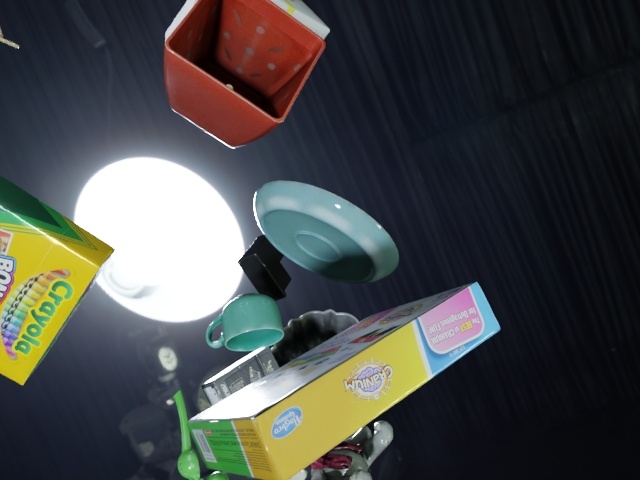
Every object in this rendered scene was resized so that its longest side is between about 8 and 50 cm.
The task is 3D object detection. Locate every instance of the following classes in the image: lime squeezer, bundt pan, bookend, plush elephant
[{"bbox_3d":[-0.210,0.446,1.105,0.059,0.310,0.110,-48,177,32],"label":"lime squeezer"},{"bbox_3d":[0.015,0.374,1.670,0.330,0.124,0.331,-3,-131,3],"label":"bundt pan"},{"bbox_3d":[-0.145,0.073,1.637,0.072,0.156,0.157,-24,-161,28],"label":"bookend"},{"bbox_3d":[0.016,0.629,1.663,0.272,0.255,0.330,-44,171,-50],"label":"plush elephant"}]

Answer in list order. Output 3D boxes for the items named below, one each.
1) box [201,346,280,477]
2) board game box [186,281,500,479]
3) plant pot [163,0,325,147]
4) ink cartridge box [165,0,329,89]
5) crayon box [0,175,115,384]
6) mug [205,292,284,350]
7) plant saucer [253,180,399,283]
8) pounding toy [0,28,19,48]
[{"bbox_3d":[-0.142,0.386,1.281,0.056,0.231,0.183,-28,180,41],"label":"box"},{"bbox_3d":[0.022,0.162,0.667,0.316,0.064,0.242,-24,176,-31],"label":"board game box"},{"bbox_3d":[-0.191,-0.366,1.240,0.235,0.267,0.268,-36,-154,57],"label":"plant pot"},{"bbox_3d":[-0.187,-0.556,1.525,0.279,0.160,0.384,-46,164,23],"label":"ink cartridge box"},{"bbox_3d":[-0.671,0.083,1.187,0.363,0.313,0.106,-51,-169,18],"label":"crayon box"},{"bbox_3d":[-0.164,0.175,1.229,0.157,0.098,0.129,2,148,-28],"label":"mug"},{"bbox_3d":[0.000,0.000,1.111,0.317,0.317,0.044,-10,-135,54],"label":"plant saucer"},{"bbox_3d":[-0.924,-0.581,1.517,0.100,0.141,0.130,20,-138,22],"label":"pounding toy"}]
